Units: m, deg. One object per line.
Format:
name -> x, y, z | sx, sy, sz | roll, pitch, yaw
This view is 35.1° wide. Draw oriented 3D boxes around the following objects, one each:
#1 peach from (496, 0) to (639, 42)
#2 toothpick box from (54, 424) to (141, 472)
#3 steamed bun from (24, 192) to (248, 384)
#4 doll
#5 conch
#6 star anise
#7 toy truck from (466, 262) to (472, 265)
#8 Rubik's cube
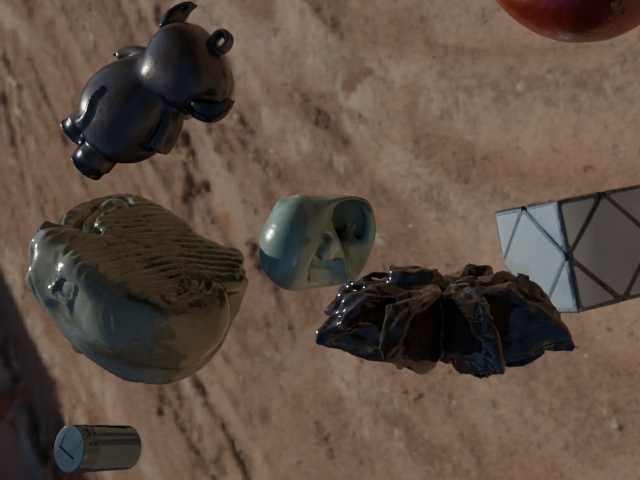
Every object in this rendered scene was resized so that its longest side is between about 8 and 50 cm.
peach -> 0.440, -0.514, 1.733 | 0.370, 0.370, 0.370 | 24, 117, 59
toothpick box -> -0.245, 0.229, 1.116 | 0.052, 0.083, 0.052 | -7, 78, 36
steamed bun -> -0.290, 0.093, 1.569 | 0.324, 0.310, 0.219 | 24, 115, 10
doll -> -0.208, -0.179, 1.264 | 0.257, 0.117, 0.182 | -32, 64, 13
conch -> -0.004, -0.004, 1.587 | 0.185, 0.221, 0.121 | -45, 60, 21
star anise -> 0.150, 0.090, 1.251 | 0.331, 0.331, 0.118 | 15, 111, 61
toy truck -> 0.301, 0.074, 1.938 | 0.039, 0.044, 0.083 | -66, 26, 7
Rubik's cube -> 0.474, 0.019, 1.873 | 0.205, 0.205, 0.207 | 172, 88, -66
